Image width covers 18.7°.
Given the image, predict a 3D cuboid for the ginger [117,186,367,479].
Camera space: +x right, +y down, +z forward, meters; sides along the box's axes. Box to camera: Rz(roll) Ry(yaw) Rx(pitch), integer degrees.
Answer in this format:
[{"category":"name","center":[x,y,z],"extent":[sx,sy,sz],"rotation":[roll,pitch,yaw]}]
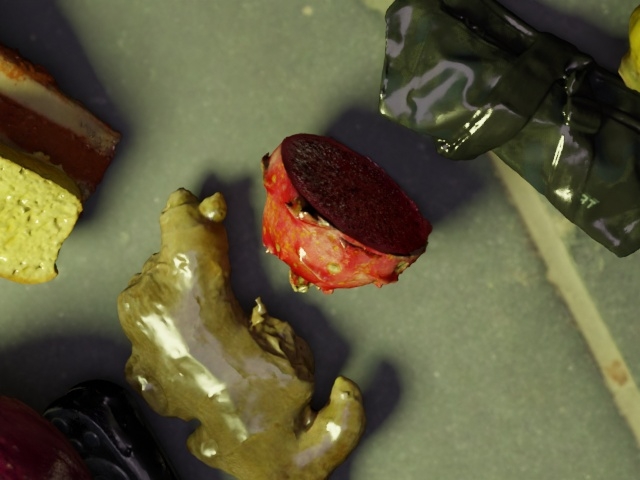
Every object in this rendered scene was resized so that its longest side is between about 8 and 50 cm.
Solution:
[{"category":"ginger","center":[-0.065,0.118,1.604],"extent":[0.166,0.080,0.333],"rotation":[-27,95,16]}]

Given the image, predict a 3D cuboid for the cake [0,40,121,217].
[{"category":"cake","center":[-0.293,-0.097,1.531],"extent":[0.262,0.159,0.158],"rotation":[34,94,-7]}]

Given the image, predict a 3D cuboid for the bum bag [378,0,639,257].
[{"category":"bum bag","center":[0.181,-0.099,1.576],"extent":[0.310,0.074,0.137],"rotation":[30,88,-5]}]

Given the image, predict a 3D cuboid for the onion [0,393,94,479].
[{"category":"onion","center":[-0.248,0.232,1.573],"extent":[0.348,0.267,0.159],"rotation":[37,55,-27]}]

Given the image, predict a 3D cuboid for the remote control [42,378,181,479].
[{"category":"remote control","center":[-0.133,0.229,1.631],"extent":[0.090,0.066,0.266],"rotation":[-22,106,48]}]

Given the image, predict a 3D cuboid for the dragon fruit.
[{"category":"dragon fruit","center":[0.000,0.000,1.566],"extent":[0.153,0.153,0.111],"rotation":[32,115,-5]}]

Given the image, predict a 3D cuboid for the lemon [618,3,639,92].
[{"category":"lemon","center":[0.398,-0.207,1.468],"extent":[0.316,0.285,0.285],"rotation":[7,100,26]}]

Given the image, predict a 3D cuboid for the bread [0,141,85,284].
[{"category":"bread","center":[-0.267,-0.031,1.515],"extent":[0.187,0.065,0.103],"rotation":[30,102,-40]}]
